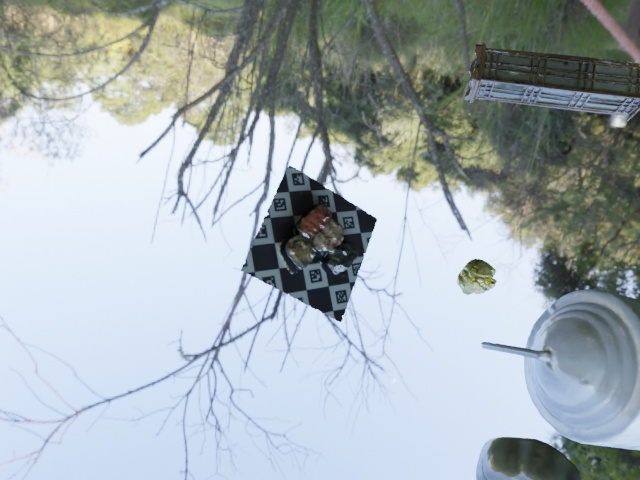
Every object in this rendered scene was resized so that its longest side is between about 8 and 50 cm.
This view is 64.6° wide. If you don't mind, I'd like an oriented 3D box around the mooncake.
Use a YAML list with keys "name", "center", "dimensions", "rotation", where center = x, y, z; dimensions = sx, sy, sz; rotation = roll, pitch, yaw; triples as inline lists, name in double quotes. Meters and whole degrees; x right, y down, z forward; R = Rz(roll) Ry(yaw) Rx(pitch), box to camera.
- name: "mooncake"
  center: [0.544, 0.632, 1.332]
  dimensions: [0.275, 0.275, 0.135]
  rotation: [16, -132, 20]

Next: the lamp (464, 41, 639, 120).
- name: "lamp"
  center: [0.458, -0.311, 0.992]
  dimensions: [0.325, 0.089, 0.090]
  rotation: [9, 169, 11]

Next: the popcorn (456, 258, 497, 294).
- name: "popcorn"
  center: [0.466, 0.114, 1.508]
  dimensions: [0.106, 0.116, 0.120]
  rotation: [29, 176, 12]

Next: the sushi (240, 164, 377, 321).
- name: "sushi"
  center: [0.000, 0.000, 0.934]
  dimensions: [0.220, 0.231, 0.047]
  rotation: [30, 157, -20]

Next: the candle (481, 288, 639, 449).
- name: "candle"
  center: [0.435, 0.187, 0.717]
  dimensions: [0.343, 0.221, 0.221]
  rotation: [13, -162, -21]
